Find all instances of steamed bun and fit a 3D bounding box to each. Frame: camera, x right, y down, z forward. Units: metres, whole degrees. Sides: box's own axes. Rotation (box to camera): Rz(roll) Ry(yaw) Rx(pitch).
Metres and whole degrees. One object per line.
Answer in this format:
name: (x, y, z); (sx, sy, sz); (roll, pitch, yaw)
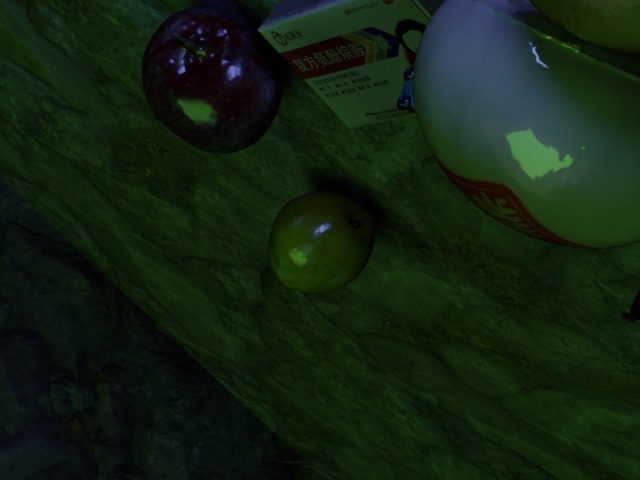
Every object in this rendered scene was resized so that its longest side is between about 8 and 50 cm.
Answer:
steamed bun: (0.268, -0.125, 1.427); (0.374, 0.241, 0.374); (20, -160, -8)

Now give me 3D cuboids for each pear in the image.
pear: (0.000, -0.001, 2.301); (0.198, 0.198, 0.198); (31, 157, 15)

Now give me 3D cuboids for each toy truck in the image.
toy truck: (0.161, -0.196, 1.675); (0.074, 0.063, 0.136); (23, 163, -26)

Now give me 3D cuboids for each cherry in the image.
cherry: (-0.169, -0.246, 2.062); (0.230, 0.203, 0.300); (28, 170, 16)

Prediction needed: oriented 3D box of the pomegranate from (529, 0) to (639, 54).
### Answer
pomegranate: (0.310, -0.294, 1.155); (0.319, 0.319, 0.319); (31, 157, 15)

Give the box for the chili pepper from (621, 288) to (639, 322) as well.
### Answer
chili pepper: (0.536, 0.038, 1.514); (0.229, 0.305, 0.251); (39, 171, -25)

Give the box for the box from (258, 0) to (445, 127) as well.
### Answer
box: (0.084, -0.267, 1.797); (0.214, 0.069, 0.353); (45, 154, -24)
